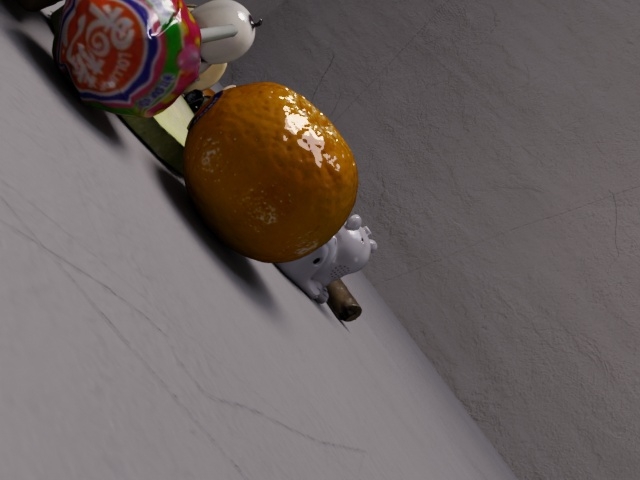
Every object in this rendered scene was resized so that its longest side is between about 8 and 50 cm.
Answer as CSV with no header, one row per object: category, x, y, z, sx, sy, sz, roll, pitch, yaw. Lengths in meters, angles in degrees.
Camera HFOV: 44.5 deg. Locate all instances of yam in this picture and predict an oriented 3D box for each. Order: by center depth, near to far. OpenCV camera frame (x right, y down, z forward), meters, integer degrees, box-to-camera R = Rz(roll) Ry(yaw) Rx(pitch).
yam,-0.021,0.013,1.248,0.327,0.045,0.045,-124,-155,-45

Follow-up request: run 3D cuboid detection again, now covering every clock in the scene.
clock,0.000,0.000,1.012,0.080,0.117,0.176,53,5,39

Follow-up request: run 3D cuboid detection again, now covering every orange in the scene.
orange,-0.049,-0.065,0.745,0.177,0.155,0.177,43,3,-3

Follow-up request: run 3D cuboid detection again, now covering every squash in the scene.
squash,-0.198,-0.160,0.830,0.219,0.041,0.219,52,8,-10

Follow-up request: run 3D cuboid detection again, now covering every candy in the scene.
candy,-0.137,-0.197,0.758,0.124,0.124,0.365,51,18,-8

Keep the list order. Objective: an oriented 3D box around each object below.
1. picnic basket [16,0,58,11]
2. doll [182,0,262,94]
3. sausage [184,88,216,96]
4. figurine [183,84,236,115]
picnic basket,-0.239,-0.380,0.700,0.291,0.254,0.321,49,15,-25
doll,-0.226,-0.298,1.128,0.271,0.208,0.144,-16,90,-50
sausage,-0.215,-0.261,1.494,0.062,0.054,0.183,14,-17,34
figurine,-0.147,-0.195,1.274,0.196,0.108,0.114,26,41,-65
